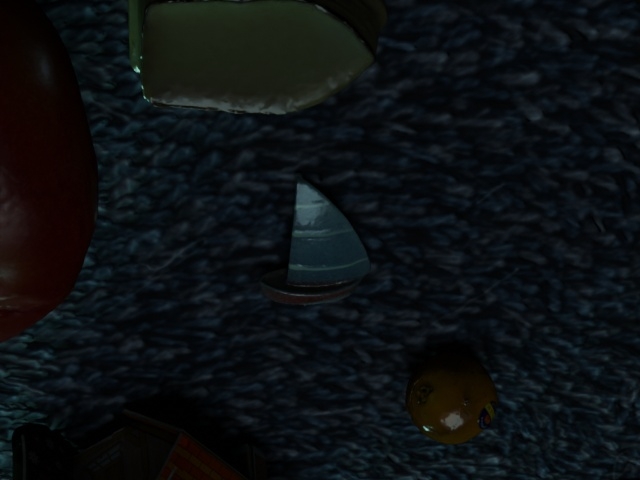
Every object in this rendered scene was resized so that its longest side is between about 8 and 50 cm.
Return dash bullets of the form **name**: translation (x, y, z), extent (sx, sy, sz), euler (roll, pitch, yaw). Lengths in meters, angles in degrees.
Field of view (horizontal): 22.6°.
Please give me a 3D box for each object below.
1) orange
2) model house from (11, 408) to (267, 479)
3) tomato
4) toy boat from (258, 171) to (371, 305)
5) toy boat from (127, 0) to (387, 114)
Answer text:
- **orange**: translation (0.117, 0.141, 1.436), extent (0.083, 0.083, 0.083), euler (-4, 135, -4)
- **model house**: translation (-0.124, 0.272, 1.445), extent (0.154, 0.207, 0.294), euler (-32, 130, 18)
- **tomato**: translation (-0.288, -0.064, 1.076), extent (0.298, 0.226, 0.299), euler (1, 136, 1)
- **toy boat**: translation (0.000, 0.000, 1.313), extent (0.096, 0.034, 0.122), euler (-3, 133, -13)
- **toy boat**: translation (-0.042, -0.148, 1.142), extent (0.188, 0.061, 0.116), euler (-1, 134, -7)
